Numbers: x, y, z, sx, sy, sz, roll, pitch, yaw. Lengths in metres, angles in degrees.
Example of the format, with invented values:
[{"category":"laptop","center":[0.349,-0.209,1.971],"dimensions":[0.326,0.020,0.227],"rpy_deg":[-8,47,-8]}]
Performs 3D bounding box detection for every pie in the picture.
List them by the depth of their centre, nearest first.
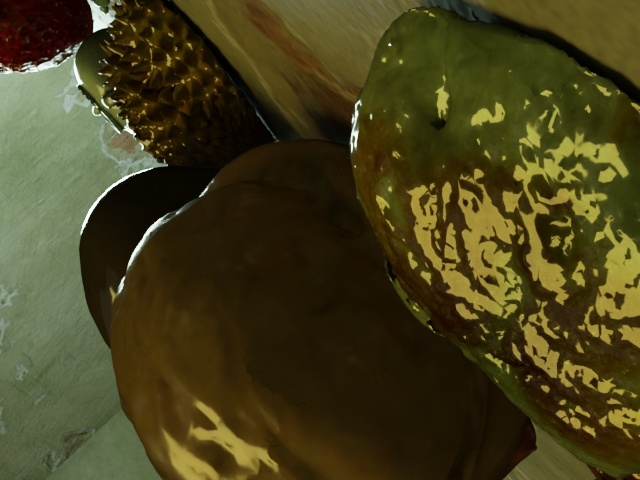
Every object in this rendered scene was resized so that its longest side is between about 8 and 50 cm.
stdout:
[{"category":"pie","center":[0.122,0.011,0.492],"dimensions":[0.274,0.105,0.257],"rpy_deg":[42,158,21]}]

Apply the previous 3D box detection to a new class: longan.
[{"category":"longan","center":[-0.147,0.035,1.112],"dimensions":[0.258,0.258,0.258],"rpy_deg":[46,174,6]}]

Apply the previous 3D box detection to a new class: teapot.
[{"category":"teapot","center":[-0.324,-0.255,1.605],"dimensions":[0.193,0.129,0.294],"rpy_deg":[48,174,-15]}]

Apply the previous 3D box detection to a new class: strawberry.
[{"category":"strawberry","center":[-0.496,-0.387,1.603],"dimensions":[0.239,0.250,0.288],"rpy_deg":[-2,166,37]}]

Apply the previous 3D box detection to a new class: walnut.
[{"category":"walnut","center":[-0.001,0.106,0.850],"dimensions":[0.383,0.383,0.383],"rpy_deg":[46,174,6]}]

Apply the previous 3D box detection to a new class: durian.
[{"category":"durian","center":[-0.177,-0.177,1.137],"dimensions":[0.249,0.138,0.183],"rpy_deg":[54,-178,-8]}]

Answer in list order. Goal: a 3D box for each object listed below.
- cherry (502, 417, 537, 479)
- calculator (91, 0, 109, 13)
[{"category":"cherry","center":[0.132,0.227,1.208],"dimensions":[0.239,0.206,0.239],"rpy_deg":[56,169,17]},{"category":"calculator","center":[-0.260,-0.315,1.081],"dimensions":[0.153,0.021,0.095],"rpy_deg":[90,157,-54]}]
